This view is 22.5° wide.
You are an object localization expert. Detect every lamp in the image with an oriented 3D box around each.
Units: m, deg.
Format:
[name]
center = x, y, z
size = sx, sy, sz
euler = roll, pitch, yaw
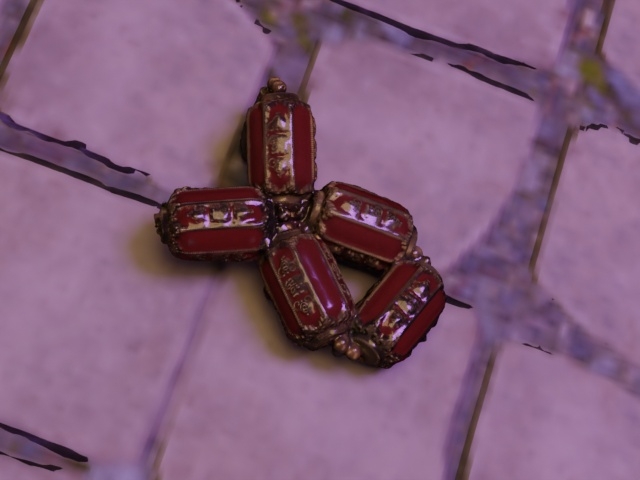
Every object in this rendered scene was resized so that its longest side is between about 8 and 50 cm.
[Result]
[lamp]
center = 0.000, 0.000, 0.464
size = 0.083, 0.031, 0.063
euler = 37, 68, 1
